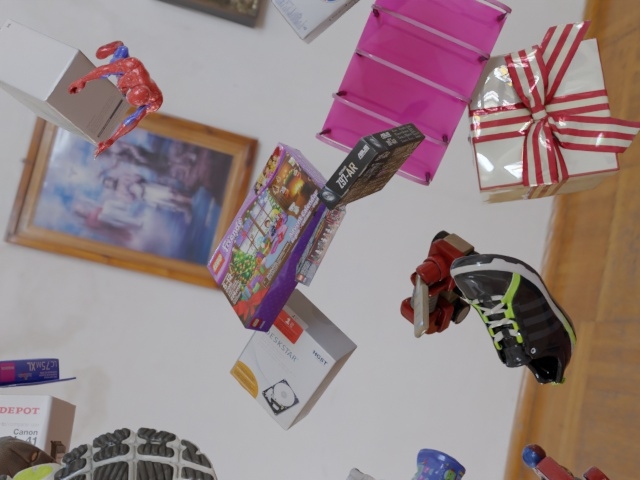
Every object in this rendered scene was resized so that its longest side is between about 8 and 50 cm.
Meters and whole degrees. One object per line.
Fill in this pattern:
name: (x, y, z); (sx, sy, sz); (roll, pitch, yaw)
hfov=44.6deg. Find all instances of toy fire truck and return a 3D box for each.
toy fire truck: (0.537, 0.540, 1.634); (0.169, 0.254, 0.302); (-40, 16, -2)
toy fire truck: (0.235, 0.128, 1.673); (0.158, 0.246, 0.217); (38, 137, 31)

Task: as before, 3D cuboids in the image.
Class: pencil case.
pencil case: (0.219, 0.630, 1.787); (0.306, 0.119, 0.133); (-58, 18, -22)

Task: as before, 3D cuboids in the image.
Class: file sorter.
file sorter: (0.137, -0.250, 1.183); (0.182, 0.202, 0.291); (-56, -11, -77)

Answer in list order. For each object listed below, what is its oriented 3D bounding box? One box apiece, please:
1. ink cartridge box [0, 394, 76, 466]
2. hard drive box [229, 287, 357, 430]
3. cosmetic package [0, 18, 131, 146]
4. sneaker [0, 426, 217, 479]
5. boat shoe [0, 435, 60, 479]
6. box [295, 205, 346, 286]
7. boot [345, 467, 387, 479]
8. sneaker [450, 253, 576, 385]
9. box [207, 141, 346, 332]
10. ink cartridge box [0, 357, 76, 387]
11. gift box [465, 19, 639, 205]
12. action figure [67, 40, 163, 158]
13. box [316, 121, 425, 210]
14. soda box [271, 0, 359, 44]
ink cartridge box: (-0.635, 0.466, 1.547); (0.131, 0.226, 0.306); (77, -166, -70)
hard drive box: (-0.060, 0.247, 1.618); (0.089, 0.181, 0.232); (-24, -29, -53)
cosmetic package: (-0.580, -0.341, 1.712); (0.138, 0.224, 0.225); (-59, -25, -10)
sneaker: (-0.216, 0.262, 0.729); (0.107, 0.278, 0.118); (-93, -16, -53)
boat shoe: (-0.435, 0.434, 1.166); (0.132, 0.130, 0.356); (-48, -46, -45)
box: (0.000, 0.000, 1.272); (0.137, 0.027, 0.094); (-63, 5, 12)
boot: (0.106, 0.523, 1.514); (0.123, 0.095, 0.258); (-57, 29, -14)
sneaker: (0.241, 0.103, 0.941); (0.084, 0.234, 0.097); (-18, 44, 45)
box: (-0.088, -0.007, 1.433); (0.293, 0.057, 0.201); (-58, 41, 17)
ink cartridge box: (-0.713, 0.295, 1.701); (0.185, 0.311, 0.065); (13, -108, -64)
gift box: (0.386, -0.209, 1.345); (0.258, 0.276, 0.255); (20, -123, -77)
action figure: (-0.306, -0.212, 1.125); (0.139, 0.091, 0.280); (-37, 28, -7)
box: (0.042, -0.060, 0.627); (0.083, 0.018, 0.067); (-25, -21, -52)
soda box: (0.040, -0.358, 1.032); (0.216, 0.069, 0.074); (-38, 3, 9)
